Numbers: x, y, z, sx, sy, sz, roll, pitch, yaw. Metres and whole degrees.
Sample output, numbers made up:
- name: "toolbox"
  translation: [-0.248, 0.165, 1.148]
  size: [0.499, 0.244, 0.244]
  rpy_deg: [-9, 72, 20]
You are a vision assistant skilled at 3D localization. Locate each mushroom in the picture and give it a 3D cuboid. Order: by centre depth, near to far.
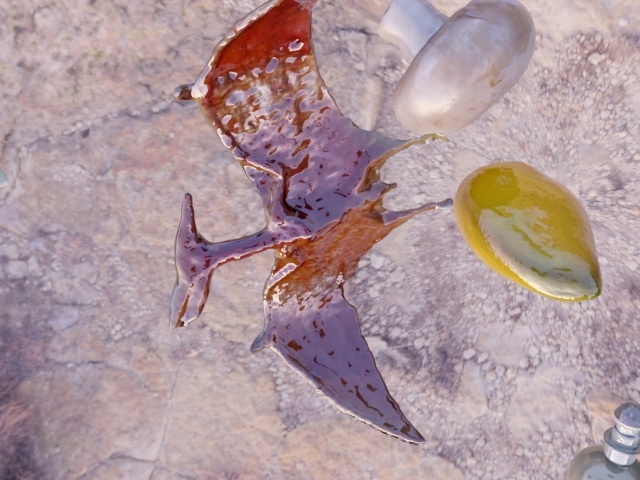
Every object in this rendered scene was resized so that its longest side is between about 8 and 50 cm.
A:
- name: "mushroom"
  translation: [0.186, -0.286, 0.979]
  size: [0.244, 0.243, 0.243]
  rpy_deg: [1, 94, 19]

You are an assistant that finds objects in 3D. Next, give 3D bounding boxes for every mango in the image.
- name: "mango"
  translation: [0.290, -0.020, 0.922]
  size: [0.177, 0.316, 0.119]
  rpy_deg: [-3, 126, -9]

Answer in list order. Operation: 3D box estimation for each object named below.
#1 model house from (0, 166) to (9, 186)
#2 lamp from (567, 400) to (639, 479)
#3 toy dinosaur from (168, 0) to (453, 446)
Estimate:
- name: "model house"
  translation: [-0.374, -0.099, 0.589]
  size: [0.127, 0.100, 0.148]
  rpy_deg: [-5, 107, 41]
- name: "lamp"
  translation: [0.338, 0.248, 0.745]
  size: [0.091, 0.091, 0.163]
  rpy_deg: [11, 120, 19]
- name: "toy dinosaur"
  translation: [0.007, -0.007, 0.411]
  size: [0.113, 0.207, 0.327]
  rpy_deg: [56, 137, 48]
